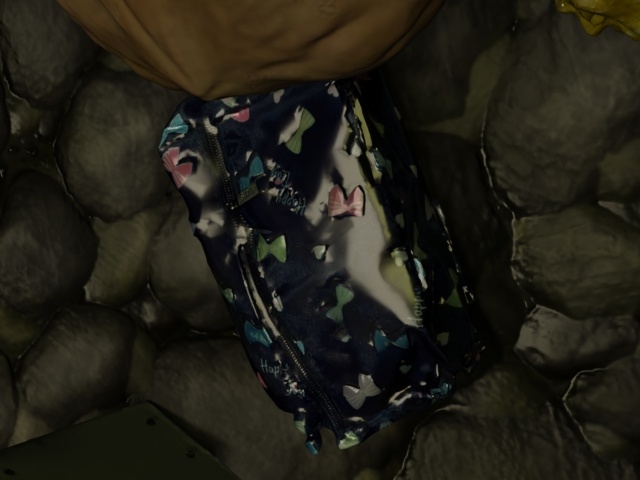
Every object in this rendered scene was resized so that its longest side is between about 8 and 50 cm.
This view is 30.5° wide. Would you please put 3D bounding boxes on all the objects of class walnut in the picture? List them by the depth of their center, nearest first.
[{"bbox_3d":[-0.035,-0.204,0.641,0.273,0.227,0.273,-5,71,14],"label":"walnut"}]

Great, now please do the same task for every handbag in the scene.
[{"bbox_3d":[0.000,0.000,0.773,0.162,0.113,0.260,-23,93,25],"label":"handbag"}]

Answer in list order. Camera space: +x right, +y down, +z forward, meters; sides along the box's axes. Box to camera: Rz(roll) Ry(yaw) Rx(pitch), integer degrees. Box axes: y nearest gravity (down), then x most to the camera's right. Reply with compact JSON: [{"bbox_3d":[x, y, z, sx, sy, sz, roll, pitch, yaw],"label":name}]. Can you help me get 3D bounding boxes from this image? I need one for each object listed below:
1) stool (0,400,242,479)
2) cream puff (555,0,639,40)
[{"bbox_3d":[-0.135,0.303,0.879,0.270,0.170,0.243,32,120,33],"label":"stool"},{"bbox_3d":[0.155,-0.171,0.625,0.116,0.146,0.146,-15,99,49],"label":"cream puff"}]
